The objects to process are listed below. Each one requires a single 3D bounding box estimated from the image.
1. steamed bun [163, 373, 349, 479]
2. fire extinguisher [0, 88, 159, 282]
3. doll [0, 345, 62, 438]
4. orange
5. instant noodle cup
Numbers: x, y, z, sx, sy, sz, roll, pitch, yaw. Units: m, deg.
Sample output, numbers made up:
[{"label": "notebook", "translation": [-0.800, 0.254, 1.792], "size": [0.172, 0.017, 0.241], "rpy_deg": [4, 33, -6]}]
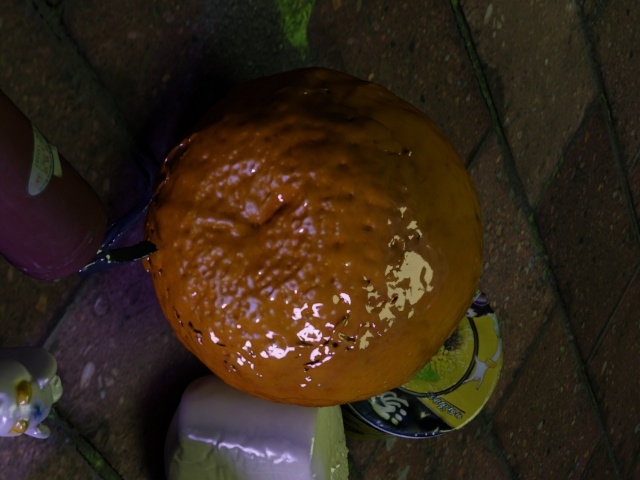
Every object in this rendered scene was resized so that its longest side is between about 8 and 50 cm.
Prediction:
[{"label": "steamed bun", "translation": [-0.067, 0.241, 1.802], "size": [0.155, 0.200, 0.250], "rpy_deg": [-75, 164, -48]}, {"label": "fire extinguisher", "translation": [-0.246, -0.050, 1.405], "size": [0.138, 0.102, 0.344], "rpy_deg": [-40, 145, -2]}, {"label": "doll", "translation": [-0.367, 0.151, 1.361], "size": [0.384, 0.099, 0.188], "rpy_deg": [-10, 115, -53]}, {"label": "orange", "translation": [0.000, 0.000, 1.622], "size": [0.293, 0.340, 0.340], "rpy_deg": [12, 96, -65]}, {"label": "instant noodle cup", "translation": [0.082, 0.146, 1.927], "size": [0.215, 0.215, 0.236], "rpy_deg": [-58, -176, -20]}]
